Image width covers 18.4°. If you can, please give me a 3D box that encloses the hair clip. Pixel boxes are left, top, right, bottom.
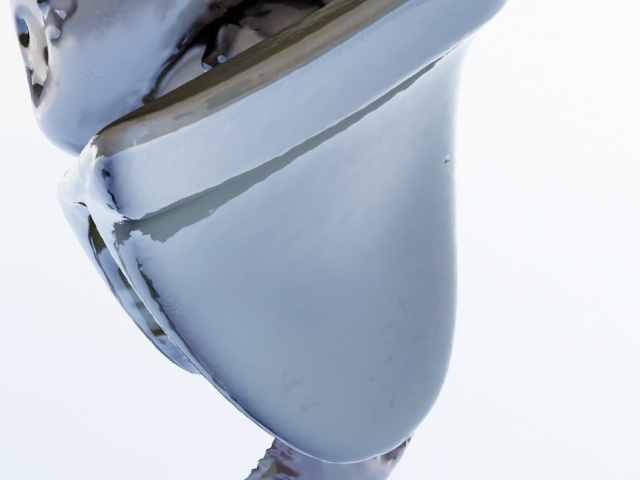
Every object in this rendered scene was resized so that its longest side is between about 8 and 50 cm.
[{"bbox_3d":[-0.011,-0.015,0.779,0.172,0.282,0.113,-31,-126,-15],"label":"hair clip"}]

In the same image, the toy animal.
[{"bbox_3d":[-0.067,-0.106,1.091,0.235,0.187,0.165,43,-150,9],"label":"toy animal"}]

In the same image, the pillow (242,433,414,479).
[{"bbox_3d":[-0.024,0.170,1.159,0.118,0.185,0.043,23,-166,-48],"label":"pillow"}]
